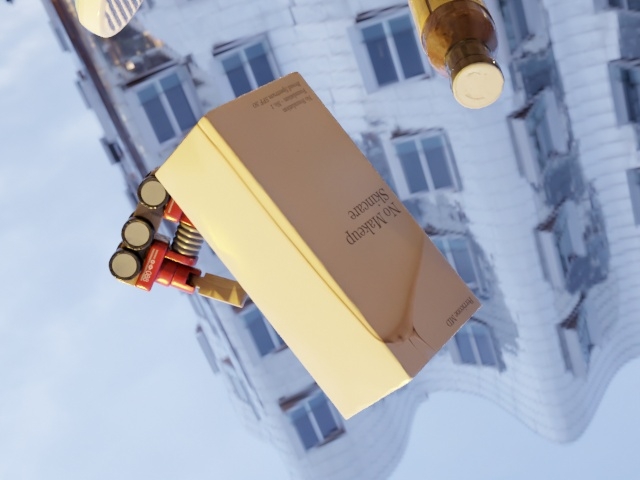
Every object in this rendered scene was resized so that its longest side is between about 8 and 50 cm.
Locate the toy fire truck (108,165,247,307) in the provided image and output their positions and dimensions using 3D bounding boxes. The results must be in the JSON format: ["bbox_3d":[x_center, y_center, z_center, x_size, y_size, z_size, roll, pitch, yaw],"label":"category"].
[{"bbox_3d":[-0.234,0.009,1.688,0.246,0.217,0.158,22,-171,-9],"label":"toy fire truck"}]

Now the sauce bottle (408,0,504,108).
[{"bbox_3d":[0.195,-0.303,1.357,0.111,0.111,0.344,-15,-143,10],"label":"sauce bottle"}]

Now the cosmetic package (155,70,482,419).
[{"bbox_3d":[0.000,0.000,0.936,0.113,0.309,0.160,-41,178,43],"label":"cosmetic package"}]

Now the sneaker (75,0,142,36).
[{"bbox_3d":[-0.265,-0.438,1.127,0.150,0.366,0.135,20,-161,16],"label":"sneaker"}]
